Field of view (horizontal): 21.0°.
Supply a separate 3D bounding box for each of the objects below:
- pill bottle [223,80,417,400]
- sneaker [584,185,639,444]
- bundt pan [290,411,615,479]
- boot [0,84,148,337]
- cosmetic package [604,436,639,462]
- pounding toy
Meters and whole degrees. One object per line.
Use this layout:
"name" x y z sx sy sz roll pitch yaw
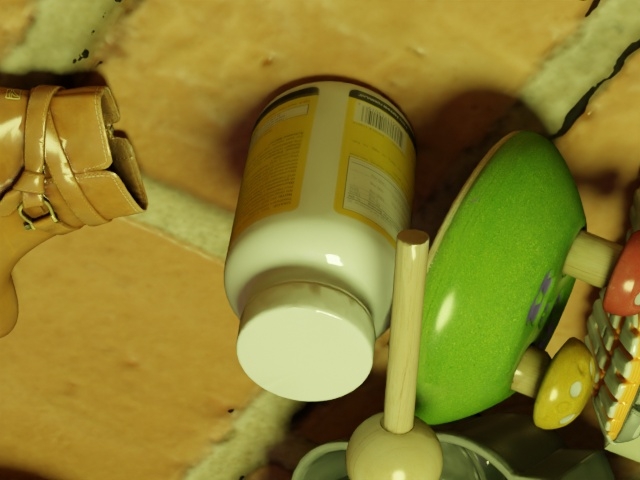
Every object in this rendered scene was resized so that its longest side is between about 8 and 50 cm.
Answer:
"pill bottle" 0.000 0.000 0.991 0.103 0.184 0.103 4 133 4
"sneaker" 0.221 0.040 1.057 0.083 0.084 0.214 8 123 -13
"bundt pan" 0.119 0.258 1.187 0.331 0.124 0.330 14 115 33
"boot" -0.180 -0.013 1.084 0.152 0.073 0.197 -8 134 9
"cosmetic package" 0.249 0.127 1.163 0.115 0.060 0.041 21 130 -14
"pounding toy" 0.117 0.048 0.972 0.110 0.237 0.183 24 120 18
